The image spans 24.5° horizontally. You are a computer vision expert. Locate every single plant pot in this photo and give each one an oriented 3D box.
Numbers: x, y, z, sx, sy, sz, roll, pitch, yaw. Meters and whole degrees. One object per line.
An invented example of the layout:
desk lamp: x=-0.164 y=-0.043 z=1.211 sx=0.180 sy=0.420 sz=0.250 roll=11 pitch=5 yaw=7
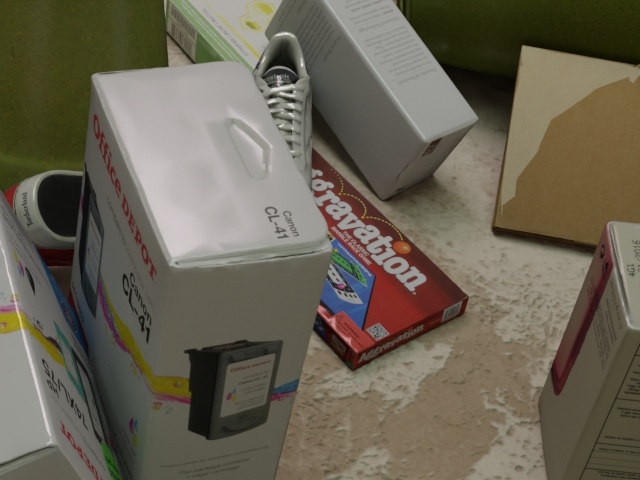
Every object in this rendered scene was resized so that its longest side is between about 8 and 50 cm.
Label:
plant pot: x=-0.255 y=-0.204 z=1.435 sx=0.276 sy=0.254 sz=0.276 roll=6 pitch=43 yaw=-6
plant pot: x=0.259 y=-0.325 z=1.641 sx=0.353 sy=0.366 sz=0.366 roll=-2 pitch=44 yaw=1

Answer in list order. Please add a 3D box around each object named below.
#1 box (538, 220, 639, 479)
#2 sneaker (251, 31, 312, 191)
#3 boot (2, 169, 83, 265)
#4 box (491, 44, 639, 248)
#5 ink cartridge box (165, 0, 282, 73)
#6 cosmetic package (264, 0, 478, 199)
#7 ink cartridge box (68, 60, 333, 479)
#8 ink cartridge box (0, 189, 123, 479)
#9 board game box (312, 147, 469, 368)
box: x=0.286 y=0.113 z=1.244 sx=0.148 sy=0.232 sz=0.127 roll=6 pitch=43 yaw=-7
sneaker: x=-0.046 y=-0.105 z=1.458 sx=0.090 sy=0.095 sz=0.235 roll=5 pitch=44 yaw=-9
boot: x=-0.238 y=-0.008 z=1.361 sx=0.244 sy=0.176 sz=0.088 roll=5 pitch=72 yaw=-55
box: x=0.272 y=-0.094 z=1.531 sx=0.164 sy=0.021 sz=0.201 roll=10 pitch=78 yaw=0
ink cartridge box: x=-0.033 y=-0.237 z=1.666 sx=0.235 sy=0.056 sz=0.171 roll=-22 pitch=53 yaw=-29
cosmetic package: x=0.049 y=-0.172 z=1.526 sx=0.085 sy=0.117 sz=0.231 roll=-26 pitch=75 yaw=-34
ink cartridge box: x=-0.108 y=0.044 z=1.173 sx=0.131 sy=0.306 sz=0.226 roll=-9 pitch=47 yaw=-21
ink cartridge box: x=-0.274 y=0.132 z=1.085 sx=0.197 sy=0.198 sz=0.270 roll=-23 pitch=50 yaw=-2
board game box: x=0.000 y=0.000 z=1.446 sx=0.145 sy=0.027 sz=0.281 roll=-23 pitch=54 yaw=-33
